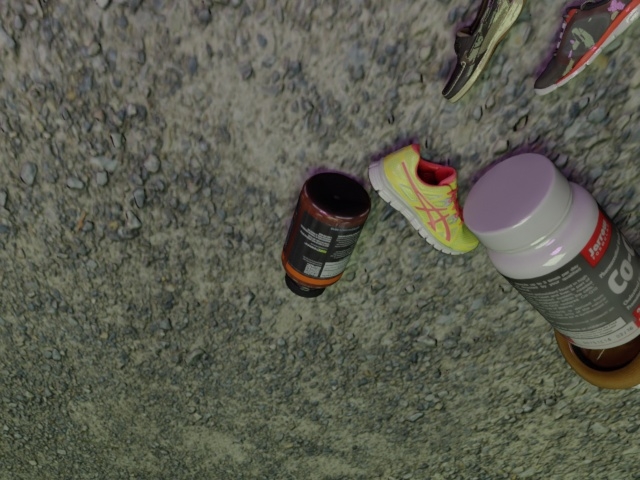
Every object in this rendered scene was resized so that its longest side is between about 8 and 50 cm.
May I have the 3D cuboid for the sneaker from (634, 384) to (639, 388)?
[{"bbox_3d":[0.610,0.141,0.985,0.292,0.110,0.118,-36,112,23],"label":"sneaker"}]

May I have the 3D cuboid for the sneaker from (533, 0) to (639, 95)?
[{"bbox_3d":[0.302,-0.240,0.706,0.065,0.061,0.158,45,127,3],"label":"sneaker"}]

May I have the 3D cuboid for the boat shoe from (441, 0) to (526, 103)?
[{"bbox_3d":[0.182,-0.236,0.718,0.049,0.056,0.152,25,121,-9],"label":"boat shoe"}]

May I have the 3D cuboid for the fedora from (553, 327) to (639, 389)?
[{"bbox_3d":[0.478,0.142,0.982,0.079,0.194,0.194,-3,144,-39],"label":"fedora"}]

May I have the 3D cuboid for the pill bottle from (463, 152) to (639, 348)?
[{"bbox_3d":[0.339,0.018,0.855,0.161,0.161,0.283,-32,122,31],"label":"pill bottle"}]

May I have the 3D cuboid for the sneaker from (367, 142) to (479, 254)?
[{"bbox_3d":[0.168,-0.058,0.863,0.208,0.081,0.094,37,125,-24],"label":"sneaker"}]

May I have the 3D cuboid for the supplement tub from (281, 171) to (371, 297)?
[{"bbox_3d":[0.000,0.000,0.921,0.106,0.106,0.198,15,133,-7],"label":"supplement tub"}]
